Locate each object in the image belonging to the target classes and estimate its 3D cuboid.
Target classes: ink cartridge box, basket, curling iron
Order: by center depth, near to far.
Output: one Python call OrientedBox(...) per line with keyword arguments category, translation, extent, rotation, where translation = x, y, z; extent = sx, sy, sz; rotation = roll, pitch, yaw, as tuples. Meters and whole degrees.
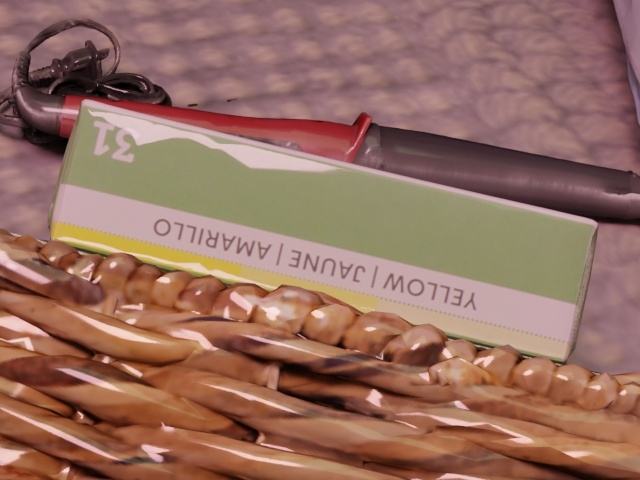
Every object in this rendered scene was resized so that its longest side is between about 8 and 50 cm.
OrientedBox(category="basket", translation=(0.012, 0.146, 0.508), extent=(0.299, 0.223, 0.213), rotation=(13, 73, 2))
OrientedBox(category="ink cartridge box", translation=(0.000, 0.000, 0.596), extent=(0.171, 0.235, 0.056), rotation=(13, 85, 1))
OrientedBox(category="curling iron", translation=(0.005, -0.043, 0.768), extent=(0.274, 0.035, 0.068), rotation=(10, 40, -1))

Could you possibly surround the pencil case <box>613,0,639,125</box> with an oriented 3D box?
OrientedBox(category="pencil case", translation=(0.171, -0.138, 0.858), extent=(0.124, 0.113, 0.273), rotation=(-7, 43, -7))
